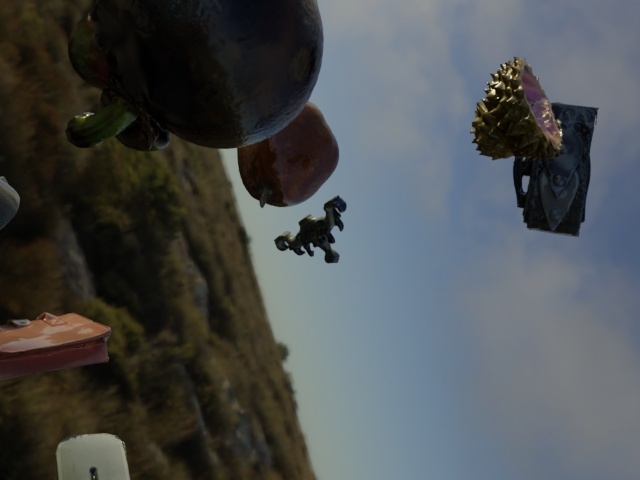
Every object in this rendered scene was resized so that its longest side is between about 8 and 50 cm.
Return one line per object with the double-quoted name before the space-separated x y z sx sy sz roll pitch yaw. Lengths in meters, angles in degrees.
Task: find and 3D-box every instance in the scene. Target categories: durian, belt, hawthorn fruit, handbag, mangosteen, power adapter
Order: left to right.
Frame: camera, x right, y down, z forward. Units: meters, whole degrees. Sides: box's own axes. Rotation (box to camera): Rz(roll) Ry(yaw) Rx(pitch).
"handbag" -0.466 0.165 1.656 0.157 0.213 0.059 20 -71 45
"power adapter" -0.413 0.496 1.805 0.187 0.124 0.255 -111 -151 -46
"mangosteen" -0.167 -0.243 1.271 0.306 0.360 0.306 49 -16 20
"hawthorn fruit" -0.074 -0.145 1.900 0.199 0.200 0.251 78 26 -46
"durian" 0.299 -0.191 1.509 0.165 0.132 0.182 103 4 -62
"belt" 0.388 -0.118 1.703 0.122 0.129 0.218 42 55 -78

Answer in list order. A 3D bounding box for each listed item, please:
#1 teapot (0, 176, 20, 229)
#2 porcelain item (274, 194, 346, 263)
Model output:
"teapot" -0.677 -0.146 1.669 0.300 0.253 0.344 -62 139 -43
"porcelain item" 0.000 0.000 1.349 0.136 0.021 0.075 -34 -88 42
